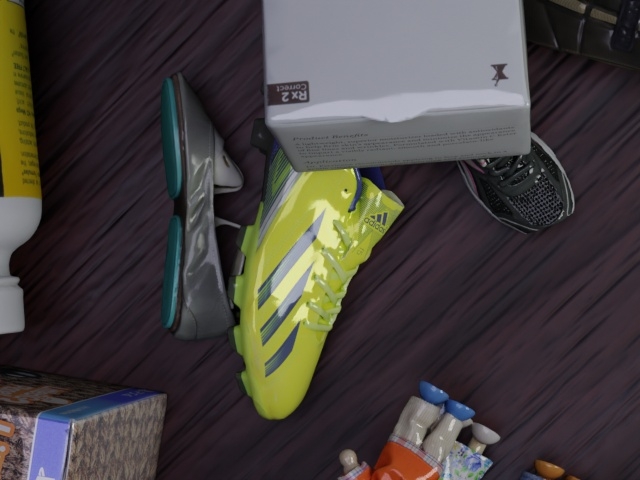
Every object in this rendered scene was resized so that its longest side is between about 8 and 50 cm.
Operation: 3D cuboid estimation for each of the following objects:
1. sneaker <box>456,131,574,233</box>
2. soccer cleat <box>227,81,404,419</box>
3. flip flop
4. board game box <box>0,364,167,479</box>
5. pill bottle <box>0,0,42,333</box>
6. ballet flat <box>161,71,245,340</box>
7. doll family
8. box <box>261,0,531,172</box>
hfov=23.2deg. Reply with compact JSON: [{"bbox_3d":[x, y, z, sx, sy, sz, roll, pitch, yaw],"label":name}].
[{"bbox_3d":[0.123,-0.079,1.189,0.072,0.077,0.178,-41,83,8],"label":"sneaker"},{"bbox_3d":[0.000,-0.001,1.203,0.121,0.093,0.289,7,90,8],"label":"soccer cleat"},{"bbox_3d":[0.232,-0.186,1.164,0.277,0.080,0.112,26,112,27],"label":"flip flop"},{"bbox_3d":[-0.294,0.170,1.183,0.291,0.232,0.141,8,91,10],"label":"board game box"},{"bbox_3d":[-0.316,-0.088,1.212,0.188,0.188,0.333,-6,88,10],"label":"pill bottle"},{"bbox_3d":[-0.093,-0.027,1.241,0.068,0.072,0.213,0,90,-16],"label":"ballet flat"},{"bbox_3d":[0.124,0.234,1.177,0.263,0.118,0.163,29,79,3],"label":"doll family"},{"bbox_3d":[0.054,-0.154,1.109,0.181,0.119,0.181,-4,76,7],"label":"box"}]
